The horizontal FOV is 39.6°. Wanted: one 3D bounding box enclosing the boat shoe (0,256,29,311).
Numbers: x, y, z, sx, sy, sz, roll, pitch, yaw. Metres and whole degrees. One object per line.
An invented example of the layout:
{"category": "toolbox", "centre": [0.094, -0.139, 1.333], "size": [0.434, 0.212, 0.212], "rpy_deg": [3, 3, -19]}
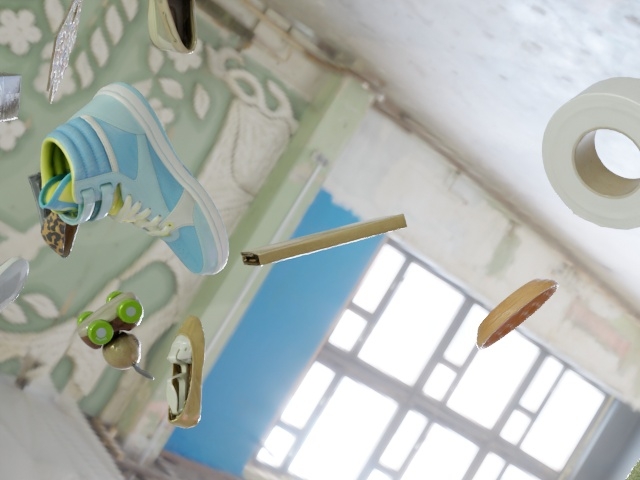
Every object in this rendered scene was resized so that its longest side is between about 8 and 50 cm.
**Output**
{"category": "boat shoe", "centre": [-0.622, 0.109, 1.612], "size": [0.070, 0.219, 0.078], "rpy_deg": [23, 151, 22]}

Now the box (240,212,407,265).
{"category": "box", "centre": [0.000, 0.000, 1.203], "size": [0.164, 0.201, 0.021], "rpy_deg": [175, 81, -77]}

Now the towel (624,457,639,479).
{"category": "towel", "centre": [0.373, 0.240, 0.962], "size": [0.110, 0.148, 0.027], "rpy_deg": [-15, -133, -36]}

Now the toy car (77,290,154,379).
{"category": "toy car", "centre": [-0.423, 0.221, 1.940], "size": [0.188, 0.149, 0.155], "rpy_deg": [59, 162, -17]}

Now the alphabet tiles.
{"category": "alphabet tiles", "centre": [-0.525, -0.398, 1.823], "size": [0.009, 0.198, 0.237], "rpy_deg": [18, 142, -12]}

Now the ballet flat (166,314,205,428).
{"category": "ballet flat", "centre": [-0.279, 0.267, 1.822], "size": [0.080, 0.232, 0.073], "rpy_deg": [-12, 165, 38]}

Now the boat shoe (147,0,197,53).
{"category": "boat shoe", "centre": [-0.296, -0.524, 1.777], "size": [0.098, 0.302, 0.109], "rpy_deg": [21, -146, 36]}

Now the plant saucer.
{"category": "plant saucer", "centre": [0.377, 0.137, 1.731], "size": [0.037, 0.200, 0.200], "rpy_deg": [52, -177, 18]}

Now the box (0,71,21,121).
{"category": "box", "centre": [-0.590, -0.240, 1.421], "size": [0.180, 0.077, 0.147], "rpy_deg": [7, -169, -3]}

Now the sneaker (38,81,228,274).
{"category": "sneaker", "centre": [-0.280, -0.046, 1.273], "size": [0.127, 0.208, 0.319], "rpy_deg": [-19, 109, 47]}

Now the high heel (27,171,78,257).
{"category": "high heel", "centre": [-0.476, -0.067, 1.794], "size": [0.261, 0.186, 0.093], "rpy_deg": [-10, -171, 35]}

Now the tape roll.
{"category": "tape roll", "centre": [0.575, -0.165, 1.715], "size": [0.286, 0.100, 0.286], "rpy_deg": [26, 132, 31]}
